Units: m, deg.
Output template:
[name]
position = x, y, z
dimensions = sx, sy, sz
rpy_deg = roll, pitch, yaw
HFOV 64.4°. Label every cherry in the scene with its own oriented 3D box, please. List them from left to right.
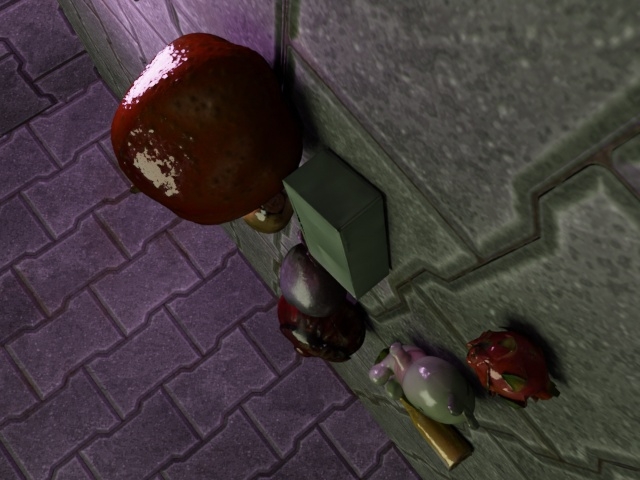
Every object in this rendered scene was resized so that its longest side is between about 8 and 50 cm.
[cherry]
position = -0.019, 0.084, 1.146
dimensions = 0.176, 0.140, 0.176
rpy_deg = 33, 132, 47

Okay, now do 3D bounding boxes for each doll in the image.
[doll]
position = 0.200, 0.262, 0.951
dimensions = 0.155, 0.113, 0.275
rpy_deg = 47, 162, -17

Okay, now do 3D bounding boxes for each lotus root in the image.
[lotus root]
position = -0.116, -0.079, 1.089
dimensions = 0.118, 0.125, 0.221
rpy_deg = 13, 179, -12

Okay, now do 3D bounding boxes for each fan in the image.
[fan]
position = 0.000, 0.000, 1.015
dimensions = 0.152, 0.008, 0.227
rpy_deg = 23, -153, -42

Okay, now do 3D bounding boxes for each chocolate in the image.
[chocolate]
position = 0.281, 0.466, 1.284
dimensions = 0.219, 0.085, 0.086
rpy_deg = 48, 167, 34

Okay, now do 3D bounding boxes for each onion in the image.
[onion]
position = -0.001, 0.212, 1.308
dimensions = 0.246, 0.190, 0.246
rpy_deg = 33, 170, 7

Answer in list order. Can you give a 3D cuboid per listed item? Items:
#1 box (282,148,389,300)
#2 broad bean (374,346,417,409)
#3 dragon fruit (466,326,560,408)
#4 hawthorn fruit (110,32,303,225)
[box]
position = 0.035, -0.017, 0.801
dimensions = 0.129, 0.086, 0.225
rpy_deg = 44, 165, 29
[broad bean]
position = 0.198, 0.315, 1.163
dimensions = 0.174, 0.082, 0.124
rpy_deg = 43, 168, -4
[dragon fruit]
position = 0.231, 0.154, 0.605
dimensions = 0.116, 0.086, 0.081
rpy_deg = 44, 129, 0
[hawthorn fruit]
position = -0.178, -0.154, 0.770
dimensions = 0.275, 0.299, 0.275
rpy_deg = 54, -169, -16
